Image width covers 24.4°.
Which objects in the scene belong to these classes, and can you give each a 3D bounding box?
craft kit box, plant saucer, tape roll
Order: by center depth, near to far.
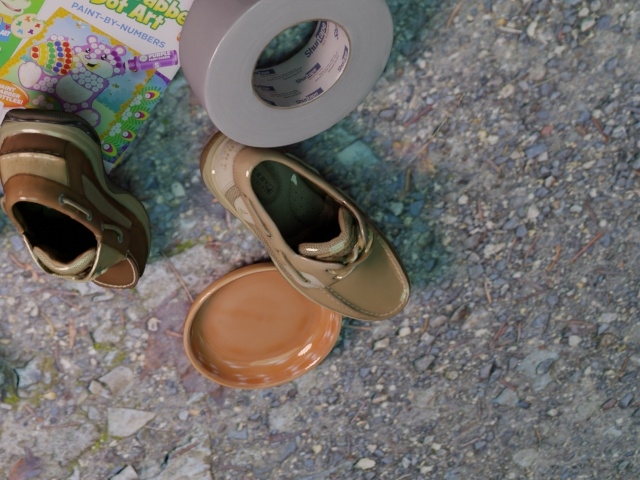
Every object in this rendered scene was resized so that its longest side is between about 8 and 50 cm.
[{"bbox_3d":[-0.274,-0.202,1.525,0.250,0.061,0.246,21,117,-29],"label":"craft kit box"},{"bbox_3d":[-0.035,-0.203,1.544,0.219,0.072,0.219,-21,141,-18],"label":"tape roll"},{"bbox_3d":[-0.073,0.101,1.835,0.200,0.037,0.200,-8,129,-9],"label":"plant saucer"}]

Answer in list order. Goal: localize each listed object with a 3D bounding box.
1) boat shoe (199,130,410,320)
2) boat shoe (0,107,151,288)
[{"bbox_3d":[0.000,0.000,1.706,0.341,0.110,0.121,39,86,-35],"label":"boat shoe"},{"bbox_3d":[-0.269,-0.016,1.575,0.123,0.119,0.324,-1,153,12],"label":"boat shoe"}]
